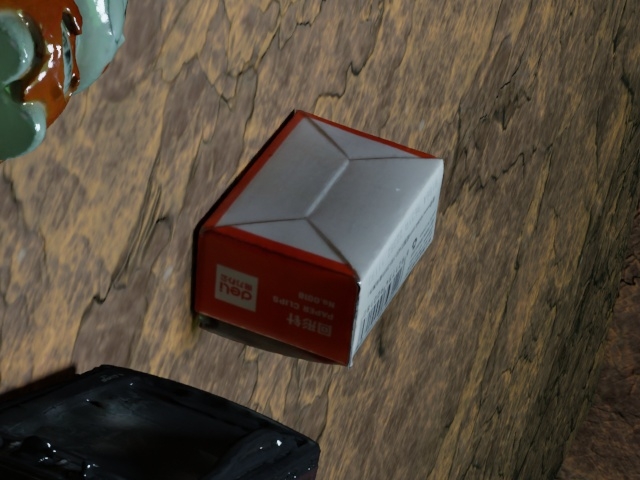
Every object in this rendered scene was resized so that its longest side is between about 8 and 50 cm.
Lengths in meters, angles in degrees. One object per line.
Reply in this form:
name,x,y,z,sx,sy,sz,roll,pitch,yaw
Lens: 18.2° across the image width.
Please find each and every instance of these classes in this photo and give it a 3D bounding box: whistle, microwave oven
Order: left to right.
whistle,-0.159,-0.094,0.945,0.102,0.106,0.253,58,38,-14
microwave oven,-0.131,0.184,1.187,0.247,0.178,0.188,-21,126,-68

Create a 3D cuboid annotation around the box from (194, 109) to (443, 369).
box,0.000,0.000,1.497,0.182,0.133,0.099,-56,157,-48
